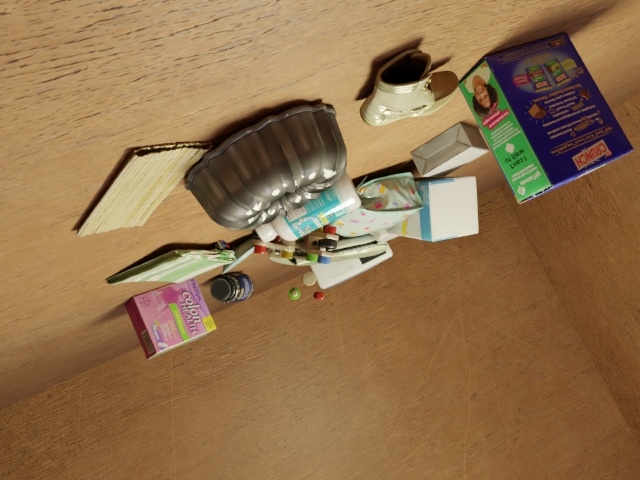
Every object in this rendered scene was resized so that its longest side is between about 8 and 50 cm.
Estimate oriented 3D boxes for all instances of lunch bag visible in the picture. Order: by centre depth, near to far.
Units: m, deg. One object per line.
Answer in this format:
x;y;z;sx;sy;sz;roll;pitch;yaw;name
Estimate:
0.163;-0.113;1.795;0.262;0.160;0.223;-12;168;-25;lunch bag

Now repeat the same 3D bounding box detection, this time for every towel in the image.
-0.421;0.082;1.601;0.248;0.038;0.325;-21;172;17;towel
0.000;0.000;1.943;0.324;0.056;0.312;-14;-163;-21;towel

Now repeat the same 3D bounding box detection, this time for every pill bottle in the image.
-0.042;-0.093;1.363;0.264;0.146;0.146;-26;172;8;pill bottle
-0.376;0.202;2.302;0.122;0.123;0.219;-27;172;13;pill bottle

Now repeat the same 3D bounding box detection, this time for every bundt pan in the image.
-0.088;-0.122;1.061;0.330;0.124;0.331;-27;174;-3;bundt pan

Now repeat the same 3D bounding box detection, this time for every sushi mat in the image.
-0.326;-0.088;0.985;0.151;0.019;0.316;-16;168;-45;sushi mat

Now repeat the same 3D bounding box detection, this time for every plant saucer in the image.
-0.261;0.037;1.816;0.195;0.037;0.195;-40;180;0;plant saucer

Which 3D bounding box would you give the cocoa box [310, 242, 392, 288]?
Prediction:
0.124;0.046;2.446;0.347;0.231;0.228;-26;172;5;cocoa box

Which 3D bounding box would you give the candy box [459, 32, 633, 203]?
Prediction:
0.507;-0.280;1.232;0.268;0.317;0.122;-22;171;-23;candy box

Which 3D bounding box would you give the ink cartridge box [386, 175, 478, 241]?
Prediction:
0.377;-0.118;1.887;0.198;0.197;0.270;-10;-170;-26;ink cartridge box

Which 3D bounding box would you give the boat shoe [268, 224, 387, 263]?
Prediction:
0.027;0.005;2.208;0.500;0.156;0.187;-8;169;-16;boat shoe

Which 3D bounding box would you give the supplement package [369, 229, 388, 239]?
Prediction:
0.258;-0.098;2.134;0.293;0.177;0.175;-19;169;-34;supplement package

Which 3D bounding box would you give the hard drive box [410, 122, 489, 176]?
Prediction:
0.420;-0.285;1.747;0.181;0.089;0.232;-30;171;28;hard drive box

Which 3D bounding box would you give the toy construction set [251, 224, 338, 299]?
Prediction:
-0.068;0.038;1.665;0.257;0.309;0.237;-17;176;-6;toy construction set

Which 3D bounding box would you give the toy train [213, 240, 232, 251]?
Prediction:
-0.305;0.023;1.721;0.036;0.027;0.158;-29;172;-1;toy train

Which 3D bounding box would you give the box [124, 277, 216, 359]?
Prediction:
-0.538;0.277;1.959;0.243;0.214;0.117;-18;170;-40;box

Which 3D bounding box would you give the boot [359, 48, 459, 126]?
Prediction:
0.186;-0.296;1.016;0.213;0.077;0.165;-21;169;-11;boot
